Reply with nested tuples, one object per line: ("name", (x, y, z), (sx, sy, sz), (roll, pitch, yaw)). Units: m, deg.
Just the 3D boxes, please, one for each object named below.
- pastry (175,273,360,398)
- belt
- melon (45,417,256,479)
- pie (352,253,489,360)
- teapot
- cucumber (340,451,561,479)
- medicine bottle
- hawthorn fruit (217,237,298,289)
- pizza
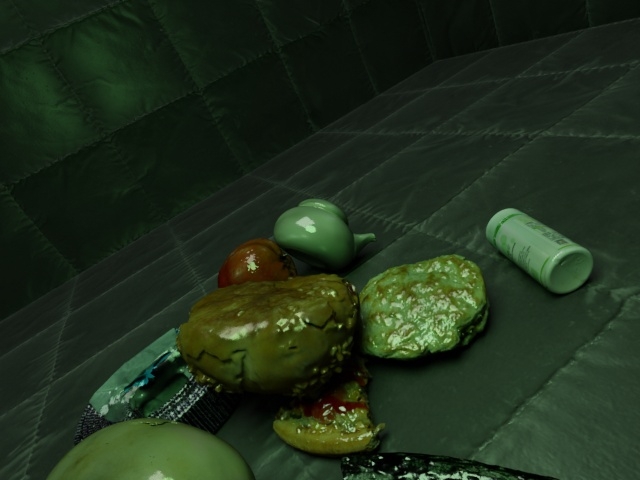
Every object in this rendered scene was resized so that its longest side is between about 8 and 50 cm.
("pastry", (-0.078, 0.160, 0.686), (0.310, 0.162, 0.255), (-9, 11, 20))
("belt", (-0.300, 0.301, 0.795), (0.324, 0.122, 0.260), (-37, 34, -16))
("melon", (-0.216, 0.345, 0.511), (0.316, 0.223, 0.223), (-10, 30, 30))
("pie", (0.165, 0.127, 0.709), (0.247, 0.090, 0.201), (-16, 38, 23))
("teapot", (-0.031, -0.018, 1.044), (0.318, 0.219, 0.149), (4, 65, 55))
("cucumber", (0.161, 0.277, 0.442), (0.303, 0.081, 0.072), (-12, 0, 30))
("medicine bottle", (0.377, 0.013, 0.719), (0.086, 0.086, 0.183), (-25, 25, 3))
("hawthorn fruit", (-0.161, 0.109, 0.959), (0.225, 0.197, 0.197), (-36, 22, 16))
("pizza", (0.025, 0.243, 0.656), (0.187, 0.062, 0.199), (-10, 29, 29))
